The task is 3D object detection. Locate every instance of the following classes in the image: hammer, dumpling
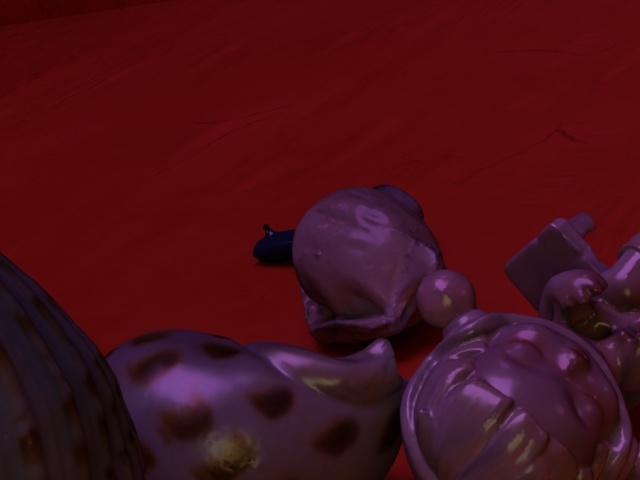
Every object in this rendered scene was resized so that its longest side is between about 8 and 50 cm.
[{"bbox_3d":[0.000,0.000,1.512,0.194,0.069,0.116,-7,20,48],"label":"hammer"},{"bbox_3d":[0.035,0.025,1.333,0.136,0.118,0.199,-52,25,-4],"label":"dumpling"}]

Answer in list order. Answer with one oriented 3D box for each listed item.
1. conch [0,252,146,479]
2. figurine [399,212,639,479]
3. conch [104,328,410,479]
[{"bbox_3d":[-0.245,0.079,0.797,0.303,0.215,0.319,7,26,24],"label":"conch"},{"bbox_3d":[0.133,0.089,1.008,0.256,0.182,0.144,-36,11,-40],"label":"figurine"},{"bbox_3d":[-0.076,0.139,1.037,0.275,0.183,0.149,-7,55,29],"label":"conch"}]
